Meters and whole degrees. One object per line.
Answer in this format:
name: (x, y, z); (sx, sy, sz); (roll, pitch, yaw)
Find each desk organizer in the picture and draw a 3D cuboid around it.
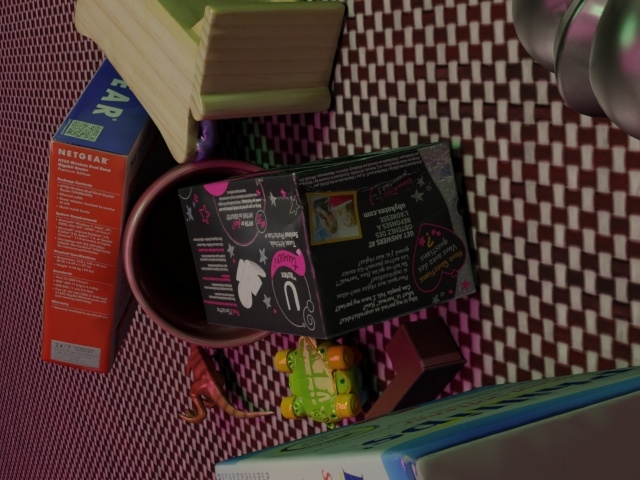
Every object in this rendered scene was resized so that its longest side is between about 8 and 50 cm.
desk organizer: (0.080, 0.128, 1.006); (0.050, 0.047, 0.130); (65, 148, 29)

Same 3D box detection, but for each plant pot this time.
plant pot: (-0.119, 0.004, 1.191); (0.180, 0.201, 0.201); (-152, 56, -74)

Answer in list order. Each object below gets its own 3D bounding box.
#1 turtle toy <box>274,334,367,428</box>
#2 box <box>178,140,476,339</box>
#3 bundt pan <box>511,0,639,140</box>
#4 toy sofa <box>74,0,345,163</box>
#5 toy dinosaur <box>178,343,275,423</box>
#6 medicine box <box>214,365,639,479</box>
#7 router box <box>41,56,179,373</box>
turtle toy: (0.007, 0.128, 1.113); (0.095, 0.066, 0.130); (-8, 89, 38)
box: (0.000, 0.000, 0.988); (0.247, 0.163, 0.142); (0, 102, 61)
bundt pan: (0.209, -0.197, 0.598); (0.331, 0.124, 0.331); (28, 123, 54)
toy sofa: (-0.134, -0.242, 1.160); (0.362, 0.150, 0.177); (49, 137, 42)
toy dinosaur: (-0.142, 0.190, 1.400); (0.211, 0.064, 0.112); (53, 140, 39)
medicine box: (0.108, 0.190, 0.751); (0.289, 0.263, 0.149); (-25, 78, 60)
router box: (-0.236, -0.065, 1.292); (0.335, 0.082, 0.301); (-78, 1, -56)
